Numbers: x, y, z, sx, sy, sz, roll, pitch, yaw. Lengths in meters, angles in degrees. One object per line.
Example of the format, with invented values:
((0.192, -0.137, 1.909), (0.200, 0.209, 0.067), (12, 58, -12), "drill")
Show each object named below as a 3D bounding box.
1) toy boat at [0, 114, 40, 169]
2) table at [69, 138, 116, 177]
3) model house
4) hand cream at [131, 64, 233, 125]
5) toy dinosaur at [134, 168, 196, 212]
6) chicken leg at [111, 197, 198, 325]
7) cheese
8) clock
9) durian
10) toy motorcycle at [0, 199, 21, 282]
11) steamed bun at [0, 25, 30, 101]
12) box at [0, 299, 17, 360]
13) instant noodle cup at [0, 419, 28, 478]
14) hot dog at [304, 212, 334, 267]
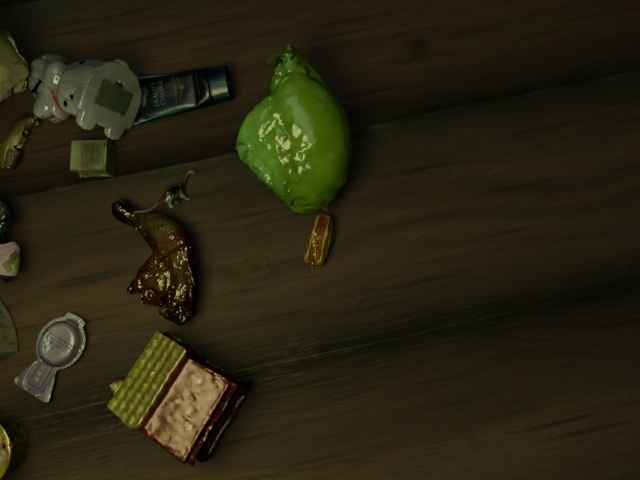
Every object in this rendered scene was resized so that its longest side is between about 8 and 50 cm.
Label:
((-0.707, -0.234, 1.423), (0.049, 0.047, 0.149), (29, 82, -8), "toy boat")
((-0.525, -0.188, 1.405), (0.083, 0.062, 0.079), (-1, 79, 0), "table")
((-0.300, 0.313, 1.256), (0.254, 0.160, 0.196), (29, 81, 7), "model house")
((-0.345, -0.350, 1.449), (0.271, 0.061, 0.120), (-10, 83, 6), "hand cream")
((-0.340, -0.097, 1.383), (0.058, 0.037, 0.180), (58, 45, -18), "toy dinosaur")
((-0.362, 0.038, 1.356), (0.177, 0.083, 0.322), (-17, 81, 10), "chicken leg")
((-0.583, 0.248, 1.327), (0.105, 0.042, 0.191), (30, 81, 7), "cheese")
((-0.568, -0.347, 1.390), (0.254, 0.189, 0.188), (17, 79, 19), "clock")
((-0.048, -0.229, 1.359), (0.256, 0.204, 0.339), (-40, 90, 7), "durian")
((-0.783, 0.060, 1.317), (0.327, 0.143, 0.188), (-40, 81, 0), "toy motorcycle")
((-0.808, -0.425, 1.241), (0.394, 0.237, 0.346), (4, 67, -22), "steamed bun")
((-0.830, 0.244, 1.261), (0.333, 0.173, 0.145), (-30, 82, -6), "box")
((-0.686, 0.431, 1.250), (0.152, 0.122, 0.151), (0, 80, -1), "instant noodle cup")
((0.000, 0.000, 1.383), (0.056, 0.041, 0.133), (15, 86, 3), "hot dog")
